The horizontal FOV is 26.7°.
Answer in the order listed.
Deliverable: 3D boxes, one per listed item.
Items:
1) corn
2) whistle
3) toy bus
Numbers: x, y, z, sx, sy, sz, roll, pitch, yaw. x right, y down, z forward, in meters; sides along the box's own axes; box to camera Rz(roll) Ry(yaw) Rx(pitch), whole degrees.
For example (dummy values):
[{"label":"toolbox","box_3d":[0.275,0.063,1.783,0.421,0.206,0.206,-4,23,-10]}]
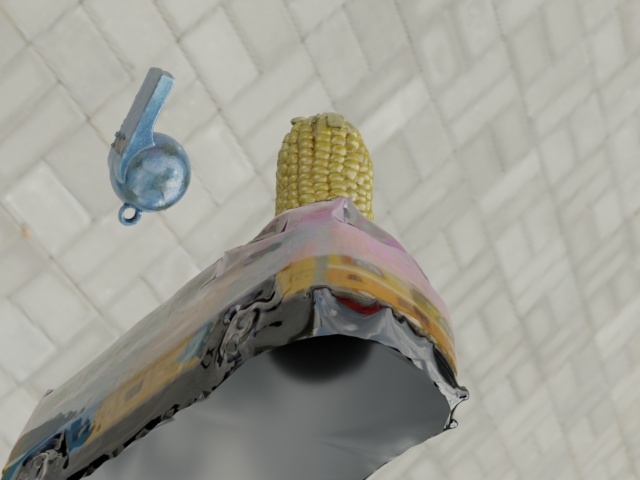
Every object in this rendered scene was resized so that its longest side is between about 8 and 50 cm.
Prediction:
[{"label":"corn","box_3d":[0.004,0.002,1.189,0.091,0.260,0.091,24,140,-30]},{"label":"whistle","box_3d":[-0.162,-0.085,1.345,0.090,0.090,0.158,21,98,-52]},{"label":"toy bus","box_3d":[-0.073,0.116,0.990,0.171,0.162,0.386,36,123,-28]}]
